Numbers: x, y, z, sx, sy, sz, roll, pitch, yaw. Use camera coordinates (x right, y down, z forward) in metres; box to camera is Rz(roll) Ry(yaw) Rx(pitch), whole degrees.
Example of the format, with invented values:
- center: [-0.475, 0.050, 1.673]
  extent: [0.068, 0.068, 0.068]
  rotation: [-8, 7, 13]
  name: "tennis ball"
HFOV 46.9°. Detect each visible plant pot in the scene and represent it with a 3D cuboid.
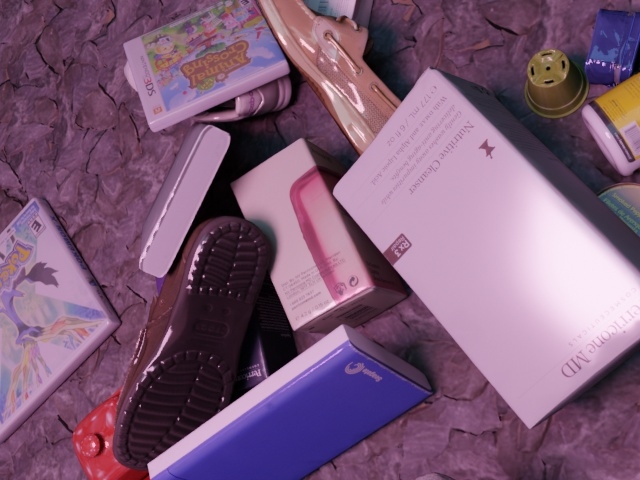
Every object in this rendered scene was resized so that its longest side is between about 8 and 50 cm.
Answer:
- center: [0.300, -0.210, 0.953]
  extent: [0.083, 0.079, 0.083]
  rotation: [-5, 79, 24]
  name: "plant pot"

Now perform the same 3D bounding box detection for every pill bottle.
- center: [0.417, -0.164, 0.877]
  extent: [0.184, 0.103, 0.103]
  rotation: [-32, 69, 17]
  name: "pill bottle"

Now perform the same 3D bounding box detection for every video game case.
- center: [-0.171, -0.268, 1.078]
  extent: [0.213, 0.023, 0.193]
  rotation: [-24, 55, -1]
  name: "video game case"
- center: [-0.536, 0.139, 1.308]
  extent: [0.329, 0.036, 0.300]
  rotation: [-44, 67, 12]
  name: "video game case"

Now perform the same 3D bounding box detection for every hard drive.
- center: [-0.203, -0.073, 1.069]
  extent: [0.040, 0.307, 0.203]
  rotation: [26, 93, -15]
  name: "hard drive"
- center: [-0.034, 0.243, 0.960]
  extent: [0.319, 0.210, 0.040]
  rotation: [-37, 48, 15]
  name: "hard drive"

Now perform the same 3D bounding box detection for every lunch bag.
- center: [0.376, -0.237, 0.929]
  extent: [0.065, 0.067, 0.098]
  rotation: [12, 87, 27]
  name: "lunch bag"

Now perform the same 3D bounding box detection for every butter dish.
- center: [-0.317, 0.309, 1.131]
  extent: [0.160, 0.118, 0.160]
  rotation: [-42, 67, 14]
  name: "butter dish"

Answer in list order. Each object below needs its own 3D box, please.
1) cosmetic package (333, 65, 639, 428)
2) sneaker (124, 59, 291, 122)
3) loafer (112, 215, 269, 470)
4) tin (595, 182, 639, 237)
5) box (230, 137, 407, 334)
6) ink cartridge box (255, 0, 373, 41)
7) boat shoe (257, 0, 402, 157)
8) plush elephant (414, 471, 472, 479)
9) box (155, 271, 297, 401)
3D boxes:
- center: [0.222, 0.001, 0.892]
  extent: [0.385, 0.156, 0.217]
  rotation: [51, 118, 25]
  name: "cosmetic package"
- center: [-0.203, -0.252, 1.150]
  extent: [0.305, 0.152, 0.114]
  rotation: [13, 119, 27]
  name: "sneaker"
- center: [-0.174, 0.133, 0.989]
  extent: [0.365, 0.134, 0.130]
  rotation: [-65, 27, 4]
  name: "loafer"
- center: [0.405, 0.010, 0.891]
  extent: [0.189, 0.040, 0.106]
  rotation: [46, 105, 25]
  name: "tin"
- center: [0.000, 0.000, 1.019]
  extent: [0.127, 0.149, 0.232]
  rotation: [-31, 70, 17]
  name: "box"
- center: [-0.022, -0.370, 1.139]
  extent: [0.198, 0.067, 0.115]
  rotation: [10, 86, 25]
  name: "ink cartridge box"
- center: [0.024, -0.258, 1.046]
  extent: [0.110, 0.121, 0.341]
  rotation: [-35, 93, 7]
  name: "boat shoe"
- center: [0.178, 0.422, 0.820]
  extent: [0.255, 0.330, 0.271]
  rotation: [-46, 50, 36]
  name: "plush elephant"
- center: [-0.134, 0.128, 1.082]
  extent: [0.153, 0.108, 0.207]
  rotation: [-22, 72, 20]
  name: "box"
